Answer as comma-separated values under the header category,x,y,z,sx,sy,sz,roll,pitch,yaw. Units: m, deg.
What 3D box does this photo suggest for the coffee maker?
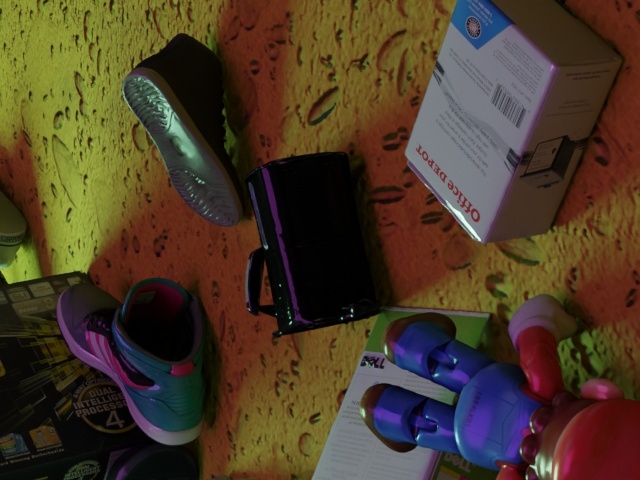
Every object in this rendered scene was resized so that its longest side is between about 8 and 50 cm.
category,x,y,z,sx,sy,sz,roll,pitch,yaw
coffee maker,0.000,0.000,1.653,0.171,0.120,0.178,-17,83,48

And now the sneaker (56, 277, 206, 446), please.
category,x,y,z,sx,sy,sz,roll,pitch,yaw
sneaker,-0.241,0.106,2.030,0.295,0.124,0.178,43,137,33

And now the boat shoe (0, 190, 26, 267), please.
category,x,y,z,sx,sy,sz,roll,pitch,yaw
boat shoe,-0.545,-0.056,2.491,0.258,0.095,0.084,52,133,39

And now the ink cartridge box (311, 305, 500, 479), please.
category,x,y,z,sx,sy,sz,roll,pitch,yaw
ink cartridge box,0.099,0.201,1.579,0.189,0.097,0.255,0,64,57

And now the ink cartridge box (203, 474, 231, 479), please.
category,x,y,z,sx,sy,sz,roll,pitch,yaw
ink cartridge box,-0.148,0.403,1.962,0.127,0.128,0.176,37,129,47

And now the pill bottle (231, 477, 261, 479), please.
category,x,y,z,sx,sy,sz,roll,pitch,yaw
pill bottle,-0.027,0.380,1.740,0.278,0.162,0.162,32,124,50

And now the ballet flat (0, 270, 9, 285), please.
category,x,y,z,sx,sy,sz,roll,pitch,yaw
ballet flat,-0.493,0.161,2.403,0.482,0.164,0.182,62,164,6

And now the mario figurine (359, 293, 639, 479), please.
category,x,y,z,sx,sy,sz,roll,pitch,yaw
mario figurine,0.194,0.174,1.385,0.321,0.170,0.198,22,129,44

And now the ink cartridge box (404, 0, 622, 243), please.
category,x,y,z,sx,sy,sz,roll,pitch,yaw
ink cartridge box,0.163,-0.114,1.395,0.139,0.082,0.190,52,139,38

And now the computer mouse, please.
category,x,y,z,sx,sy,sz,roll,pitch,yaw
computer mouse,-0.245,0.365,2.090,0.072,0.189,0.272,47,125,52

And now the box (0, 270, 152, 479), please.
category,x,y,z,sx,sy,sz,roll,pitch,yaw
box,-0.436,0.208,2.113,0.318,0.395,0.097,55,141,36

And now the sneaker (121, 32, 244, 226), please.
category,x,y,z,sx,sy,sz,roll,pitch,yaw
sneaker,-0.132,-0.131,1.864,0.083,0.118,0.222,-9,119,39
